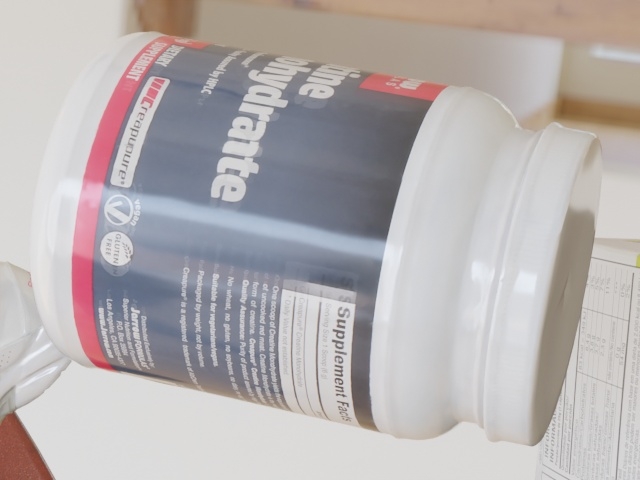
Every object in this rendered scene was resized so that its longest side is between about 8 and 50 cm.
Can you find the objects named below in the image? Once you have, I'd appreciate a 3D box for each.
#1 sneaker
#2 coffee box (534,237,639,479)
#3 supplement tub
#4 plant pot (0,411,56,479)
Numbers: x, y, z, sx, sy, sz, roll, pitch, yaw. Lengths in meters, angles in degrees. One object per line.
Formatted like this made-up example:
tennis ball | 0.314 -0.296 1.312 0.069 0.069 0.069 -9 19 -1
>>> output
sneaker | -0.265 0.100 1.236 0.115 0.232 0.090 35 6 -26
coffee box | 0.368 0.176 1.338 0.338 0.338 0.334 2 4 -15
supplement tub | 0.000 0.000 0.987 0.272 0.191 0.191 11 12 14
plant pot | -0.330 0.246 1.390 0.267 0.267 0.235 -4 58 -23
